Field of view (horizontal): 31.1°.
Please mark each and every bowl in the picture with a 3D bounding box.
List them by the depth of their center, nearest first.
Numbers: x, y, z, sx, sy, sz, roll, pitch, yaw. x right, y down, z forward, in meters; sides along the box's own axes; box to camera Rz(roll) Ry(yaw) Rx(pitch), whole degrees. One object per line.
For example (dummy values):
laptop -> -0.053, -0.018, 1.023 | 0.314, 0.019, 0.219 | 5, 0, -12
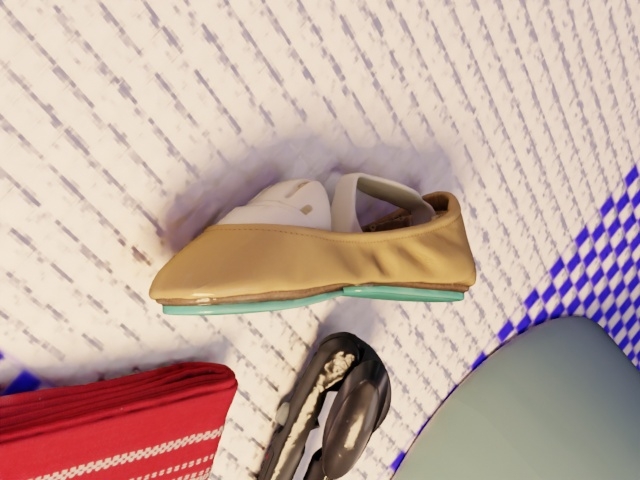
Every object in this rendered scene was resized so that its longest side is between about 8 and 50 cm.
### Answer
bowl -> 0.196, 0.232, 0.907 | 0.312, 0.163, 0.311 | -27, 133, -33

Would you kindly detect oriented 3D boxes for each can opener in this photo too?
can opener -> -0.011, 0.137, 0.700 | 0.186, 0.059, 0.073 | -63, 171, 24

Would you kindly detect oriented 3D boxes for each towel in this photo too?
towel -> -0.152, 0.191, 0.600 | 0.199, 0.031, 0.274 | -6, 122, -48

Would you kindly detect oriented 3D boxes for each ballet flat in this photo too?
ballet flat -> 0.000, 0.000, 0.610 | 0.232, 0.080, 0.073 | 1, 88, -51
